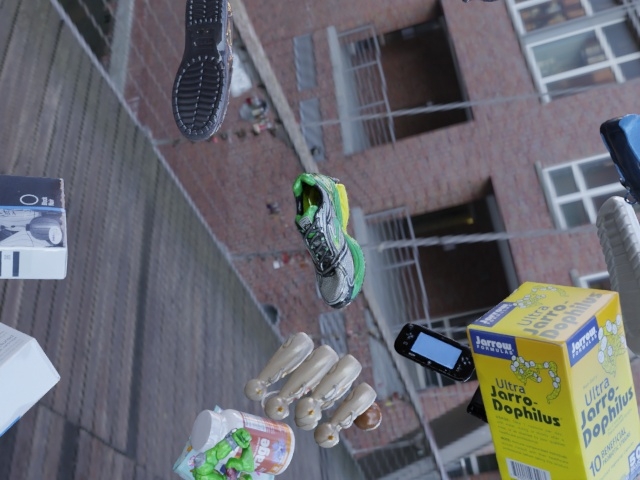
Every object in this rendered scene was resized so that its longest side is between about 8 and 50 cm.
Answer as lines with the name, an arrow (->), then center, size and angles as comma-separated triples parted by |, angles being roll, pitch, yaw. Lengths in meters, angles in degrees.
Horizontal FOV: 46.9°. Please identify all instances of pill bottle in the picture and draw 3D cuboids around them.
pill bottle -> -0.176, 0.452, 1.668 | 0.216, 0.121, 0.121 | 23, 44, -30

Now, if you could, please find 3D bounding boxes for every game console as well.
game console -> 0.344, 0.309, 1.760 | 0.213, 0.361, 0.044 | -46, 152, -46

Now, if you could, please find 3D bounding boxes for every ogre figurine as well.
ogre figurine -> -0.192, 0.466, 1.454 | 0.097, 0.118, 0.197 | 58, -33, 40

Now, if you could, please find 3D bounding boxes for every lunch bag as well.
lunch bag -> -0.232, 0.556, 1.814 | 0.223, 0.160, 0.262 | 41, 6, -3

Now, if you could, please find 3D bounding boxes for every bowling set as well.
bowling set -> 0.008, 0.285, 1.238 | 0.200, 0.154, 0.287 | 49, -14, -13

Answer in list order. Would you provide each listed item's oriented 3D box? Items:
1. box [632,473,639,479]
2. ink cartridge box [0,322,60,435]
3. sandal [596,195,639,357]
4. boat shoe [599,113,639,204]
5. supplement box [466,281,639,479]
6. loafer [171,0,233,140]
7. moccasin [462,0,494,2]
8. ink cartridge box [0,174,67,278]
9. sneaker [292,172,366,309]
box -> 0.494, 0.523, 1.441 | 0.056, 0.231, 0.183 | 52, -20, 26
ink cartridge box -> -0.469, 0.175, 0.956 | 0.148, 0.203, 0.086 | -50, 140, -36
sandal -> 0.772, 0.075, 1.770 | 0.169, 0.102, 0.416 | 111, -21, -62
boat shoe -> 0.596, -0.127, 1.342 | 0.258, 0.109, 0.089 | 59, -16, -21
supplement box -> 0.424, 0.280, 1.313 | 0.194, 0.195, 0.357 | -29, 111, -36
loafer -> -0.255, -0.412, 1.748 | 0.130, 0.133, 0.366 | 15, 84, -75
moccasin -> 0.255, -0.499, 1.235 | 0.342, 0.116, 0.138 | -84, 155, -56
ink cartridge box -> -0.511, -0.024, 0.974 | 0.165, 0.332, 0.065 | -114, -148, -45
sneaker -> 0.000, 0.000, 1.735 | 0.146, 0.134, 0.344 | 12, 56, -50
